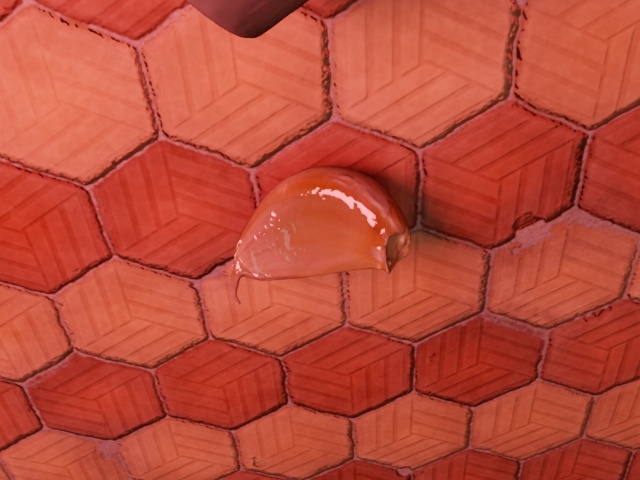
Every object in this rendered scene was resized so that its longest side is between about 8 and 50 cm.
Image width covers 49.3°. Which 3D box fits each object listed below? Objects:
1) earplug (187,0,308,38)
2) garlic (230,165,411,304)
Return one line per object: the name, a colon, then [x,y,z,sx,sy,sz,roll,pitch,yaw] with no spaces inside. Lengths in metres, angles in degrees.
earplug: [0.009,-0.393,0.525,0.394,0.312,0.312,-31,124,18]
garlic: [-0.006,-0.010,0.928,0.245,0.164,0.145,-15,146,16]
